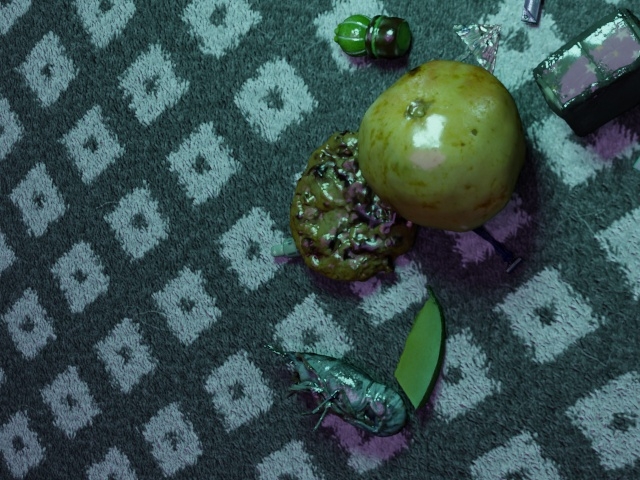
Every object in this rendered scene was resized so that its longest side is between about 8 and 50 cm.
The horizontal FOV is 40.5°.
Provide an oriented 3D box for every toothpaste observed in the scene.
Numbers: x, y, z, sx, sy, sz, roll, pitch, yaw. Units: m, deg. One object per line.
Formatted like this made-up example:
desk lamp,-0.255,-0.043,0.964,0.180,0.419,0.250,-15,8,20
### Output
toothpaste,0.000,0.000,1.961,0.255,0.037,0.067,-13,87,24

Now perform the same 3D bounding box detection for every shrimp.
shrimp,0.012,0.332,1.907,0.372,0.172,0.137,15,107,19

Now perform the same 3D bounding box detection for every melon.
melon,0.220,0.226,1.869,0.114,0.053,0.261,17,98,44

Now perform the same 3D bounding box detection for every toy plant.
toy plant,0.105,-0.432,1.838,0.162,0.093,0.092,10,99,31

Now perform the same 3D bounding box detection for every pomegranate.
pomegranate,0.233,-0.173,1.686,0.342,0.342,0.342,3,95,28

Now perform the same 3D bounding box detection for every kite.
kite,0.310,-0.390,1.779,0.157,0.011,0.139,-37,75,25

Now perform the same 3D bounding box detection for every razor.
razor,0.347,0.001,1.781,0.154,0.028,0.044,45,112,16

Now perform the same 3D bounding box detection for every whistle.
whistle,0.424,-0.512,1.695,0.033,0.033,0.176,14,101,26

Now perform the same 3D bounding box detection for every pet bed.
pet bed,0.523,-0.289,1.581,0.211,0.183,0.159,-34,72,24

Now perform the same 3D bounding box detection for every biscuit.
biscuit,0.071,-0.072,1.874,0.289,0.081,0.334,19,100,19

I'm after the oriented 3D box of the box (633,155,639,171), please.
box,0.707,-0.130,1.545,0.245,0.092,0.153,36,109,20
